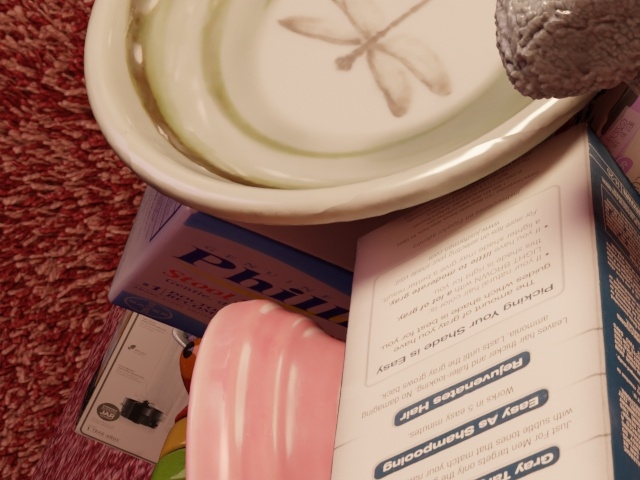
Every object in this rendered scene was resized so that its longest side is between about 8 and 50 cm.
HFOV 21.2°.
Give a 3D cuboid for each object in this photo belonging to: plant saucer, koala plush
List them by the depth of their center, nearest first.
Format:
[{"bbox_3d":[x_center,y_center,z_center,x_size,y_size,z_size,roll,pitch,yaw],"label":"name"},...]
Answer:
[{"bbox_3d":[0.221,-0.163,0.927,0.203,0.196,0.221,-46,20,30],"label":"koala plush"},{"bbox_3d":[0.007,0.196,1.057,0.332,0.084,0.332,-11,-90,-79],"label":"plant saucer"},{"bbox_3d":[0.042,-0.152,1.142,0.100,0.400,0.400,60,-142,-48],"label":"plant saucer"}]

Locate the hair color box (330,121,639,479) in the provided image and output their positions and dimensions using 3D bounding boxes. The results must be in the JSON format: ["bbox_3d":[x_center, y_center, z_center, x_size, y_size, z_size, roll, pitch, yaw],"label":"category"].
[{"bbox_3d":[0.105,0.099,0.941,0.174,0.105,0.347,-28,29,24],"label":"hair color box"}]

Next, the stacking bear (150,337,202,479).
[{"bbox_3d":[-0.076,0.197,1.482,0.175,0.164,0.289,-34,42,50],"label":"stacking bear"}]

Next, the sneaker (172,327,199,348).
[{"bbox_3d":[-0.093,0.162,1.733,0.099,0.153,0.282,141,150,-67],"label":"sneaker"}]

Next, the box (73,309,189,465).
[{"bbox_3d":[-0.168,0.138,2.090,0.087,0.169,0.290,-83,18,-60],"label":"box"}]

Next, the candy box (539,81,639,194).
[{"bbox_3d":[0.210,-0.116,1.120,0.165,0.070,0.196,-56,16,39],"label":"candy box"}]

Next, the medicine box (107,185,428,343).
[{"bbox_3d":[0.000,0.000,1.357,0.289,0.263,0.149,141,149,-67],"label":"medicine box"}]
